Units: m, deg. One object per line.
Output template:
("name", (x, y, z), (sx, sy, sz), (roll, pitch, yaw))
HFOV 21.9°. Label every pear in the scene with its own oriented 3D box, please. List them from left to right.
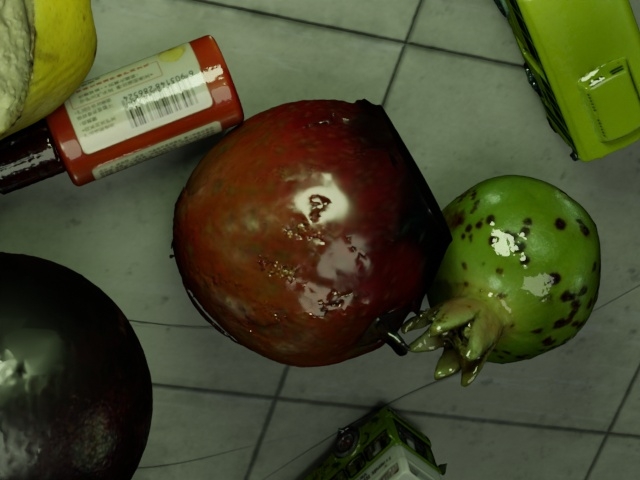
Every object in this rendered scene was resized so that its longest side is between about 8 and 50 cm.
("pear", (-0.304, -0.209, 1.668), (0.178, 0.267, 0.267), (-3, 125, -45))

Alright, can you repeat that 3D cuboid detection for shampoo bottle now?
("shampoo bottle", (-0.227, -0.125, 1.779), (0.278, 0.104, 0.104), (-22, 125, -5))

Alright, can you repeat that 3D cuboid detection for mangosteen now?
("mangosteen", (-0.361, 0.224, 1.766), (0.382, 0.435, 0.382), (-12, 168, -3))

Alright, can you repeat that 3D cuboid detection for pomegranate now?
("pomegranate", (0.204, 0.063, 1.955), (0.286, 0.231, 0.231), (-51, 128, -21))

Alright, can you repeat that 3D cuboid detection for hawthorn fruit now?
("hawthorn fruit", (-0.008, -0.015, 1.822), (0.316, 0.316, 0.316), (-9, 123, -13))

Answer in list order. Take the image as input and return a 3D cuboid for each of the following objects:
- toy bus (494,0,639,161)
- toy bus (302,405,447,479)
("toy bus", (0.292, -0.220, 1.866), (0.128, 0.150, 0.262), (-28, 126, 2))
("toy bus", (0.022, 0.363, 2.146), (0.301, 0.139, 0.113), (-44, 122, 13))
